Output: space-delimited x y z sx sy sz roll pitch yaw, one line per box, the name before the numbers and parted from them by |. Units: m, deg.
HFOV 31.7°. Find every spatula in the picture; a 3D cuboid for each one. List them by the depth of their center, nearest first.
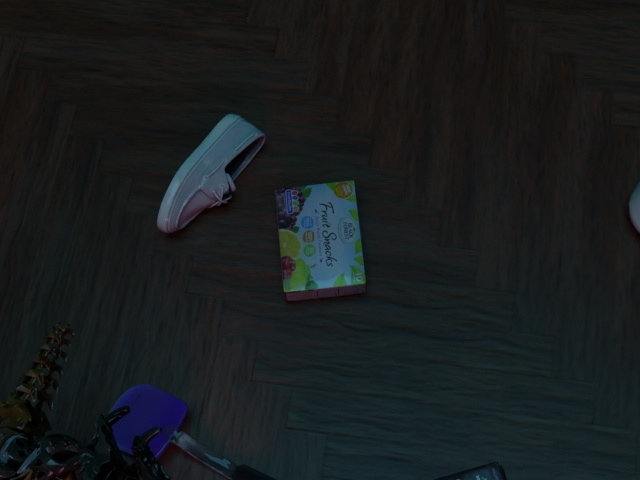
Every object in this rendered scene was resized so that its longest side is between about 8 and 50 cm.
spatula | -0.115 0.250 1.272 0.296 0.030 0.084 25 67 15

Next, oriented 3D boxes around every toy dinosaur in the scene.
toy dinosaur | -0.282 0.244 1.129 0.218 0.164 0.322 -6 87 18

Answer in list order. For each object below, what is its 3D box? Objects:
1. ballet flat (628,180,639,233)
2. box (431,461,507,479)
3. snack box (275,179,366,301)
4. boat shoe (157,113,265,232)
ballet flat | 0.562 -0.105 1.334 0.400 0.139 0.139 -15 65 -3
box | 0.072 0.342 1.141 0.270 0.165 0.143 -15 65 -3
snack box | 0.000 0.000 1.376 0.100 0.037 0.141 -6 65 0
boat shoe | -0.134 -0.077 1.413 0.063 0.066 0.184 27 60 16
